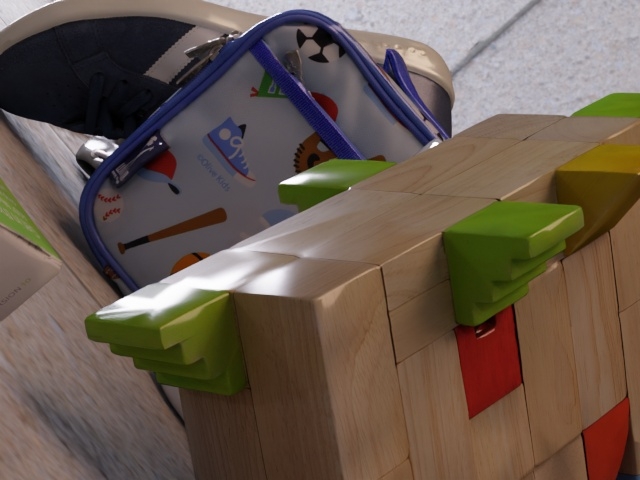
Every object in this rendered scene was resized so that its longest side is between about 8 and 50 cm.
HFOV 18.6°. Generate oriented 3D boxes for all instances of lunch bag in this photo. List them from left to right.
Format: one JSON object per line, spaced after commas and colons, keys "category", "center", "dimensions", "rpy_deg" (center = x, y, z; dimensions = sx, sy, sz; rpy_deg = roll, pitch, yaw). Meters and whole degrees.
{"category": "lunch bag", "center": [0.000, 0.000, 1.307], "dimensions": [0.303, 0.243, 0.115], "rpy_deg": [50, 3, 1]}

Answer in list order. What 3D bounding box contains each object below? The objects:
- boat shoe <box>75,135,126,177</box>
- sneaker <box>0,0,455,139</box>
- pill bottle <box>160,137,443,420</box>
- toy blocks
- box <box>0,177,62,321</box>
{"category": "boat shoe", "center": [-0.085, 0.021, 1.486], "dimensions": [0.335, 0.095, 0.112], "rpy_deg": [57, -7, 37]}
{"category": "sneaker", "center": [-0.072, -0.081, 1.415], "dimensions": [0.131, 0.350, 0.148], "rpy_deg": [103, -11, -58]}
{"category": "pill bottle", "center": [0.019, 0.047, 1.177], "dimensions": [0.121, 0.221, 0.121], "rpy_deg": [49, 3, -3]}
{"category": "toy blocks", "center": [0.069, 0.099, 1.008], "dimensions": [0.190, 0.381, 0.261], "rpy_deg": [5, -68, 39]}
{"category": "box", "center": [-0.256, -0.115, 0.812], "dimensions": [0.322, 0.058, 0.232], "rpy_deg": [49, 3, 26]}
